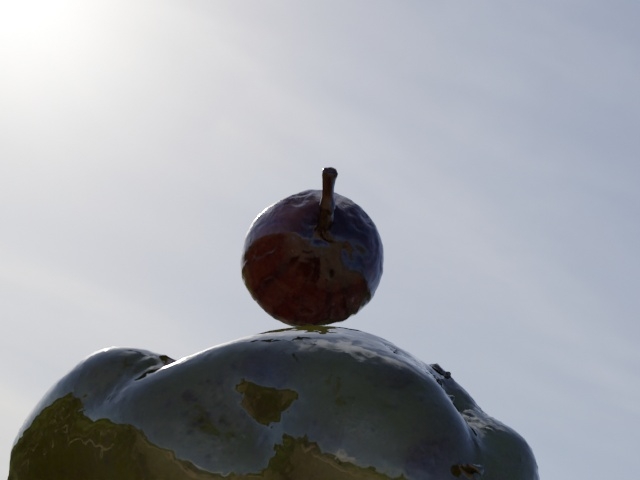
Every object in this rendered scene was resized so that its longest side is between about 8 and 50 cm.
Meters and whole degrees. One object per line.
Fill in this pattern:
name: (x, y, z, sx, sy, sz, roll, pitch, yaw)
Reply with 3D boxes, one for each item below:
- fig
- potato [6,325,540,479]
fig: (0.005, 0.006, 1.400, 0.128, 0.128, 0.150, 32, -54, -29)
potato: (-0.036, 0.157, 1.029, 0.351, 0.202, 0.218, -1, -32, 19)
